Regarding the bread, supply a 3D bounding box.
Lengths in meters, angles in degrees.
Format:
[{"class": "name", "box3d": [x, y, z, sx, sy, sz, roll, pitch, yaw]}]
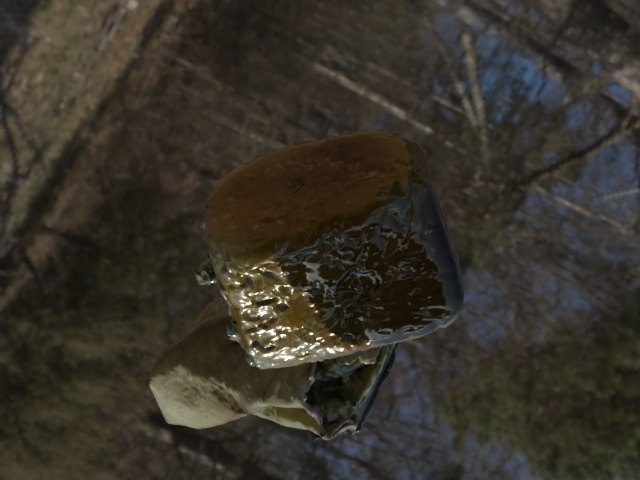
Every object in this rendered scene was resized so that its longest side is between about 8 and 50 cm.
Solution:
[{"class": "bread", "box3d": [0.000, 0.000, 1.175, 0.246, 0.196, 0.176, -15, -144, 5]}]

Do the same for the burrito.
[{"class": "burrito", "box3d": [-0.076, 0.137, 1.471, 0.331, 0.135, 0.190, -2, -120, 42]}]
